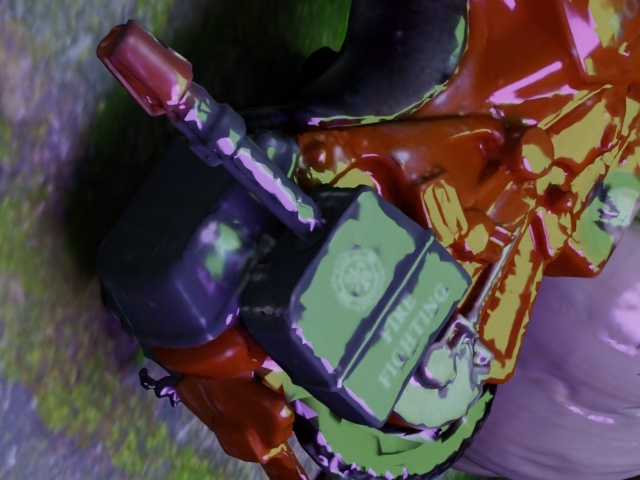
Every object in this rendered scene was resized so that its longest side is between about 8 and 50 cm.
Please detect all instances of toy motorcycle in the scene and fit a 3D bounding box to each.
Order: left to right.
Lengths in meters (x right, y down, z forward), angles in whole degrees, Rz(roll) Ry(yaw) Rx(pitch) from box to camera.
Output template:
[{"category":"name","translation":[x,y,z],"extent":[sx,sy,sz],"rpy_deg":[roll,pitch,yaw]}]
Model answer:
[{"category":"toy motorcycle","translation":[0.037,-0.078,0.657],"extent":[0.221,0.148,0.325],"rpy_deg":[43,69,-26]}]

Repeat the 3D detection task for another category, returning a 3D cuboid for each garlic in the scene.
[{"category":"garlic","translation":[0.096,0.044,0.849],"extent":[0.143,0.178,0.229],"rpy_deg":[-51,176,-6]}]

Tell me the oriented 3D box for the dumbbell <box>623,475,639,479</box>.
[{"category":"dumbbell","translation":[0.156,0.157,1.078],"extent":[0.225,0.140,0.124],"rpy_deg":[-44,130,-53]}]

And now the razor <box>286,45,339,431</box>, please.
[{"category":"razor","translation":[0.000,0.000,0.749],"extent":[0.090,0.054,0.148],"rpy_deg":[36,68,-65]}]

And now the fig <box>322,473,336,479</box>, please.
[{"category":"fig","translation":[0.019,0.159,0.863],"extent":[0.098,0.082,0.084],"rpy_deg":[59,36,-18]}]
